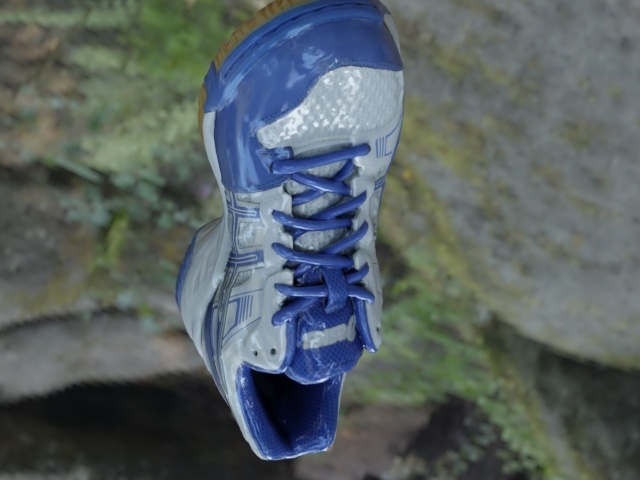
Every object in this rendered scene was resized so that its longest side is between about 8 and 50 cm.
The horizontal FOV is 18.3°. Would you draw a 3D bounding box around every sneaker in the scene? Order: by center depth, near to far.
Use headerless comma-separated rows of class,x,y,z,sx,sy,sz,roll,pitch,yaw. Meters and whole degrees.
sneaker,0.000,0.000,1.030,0.111,0.131,0.296,-12,145,-17
